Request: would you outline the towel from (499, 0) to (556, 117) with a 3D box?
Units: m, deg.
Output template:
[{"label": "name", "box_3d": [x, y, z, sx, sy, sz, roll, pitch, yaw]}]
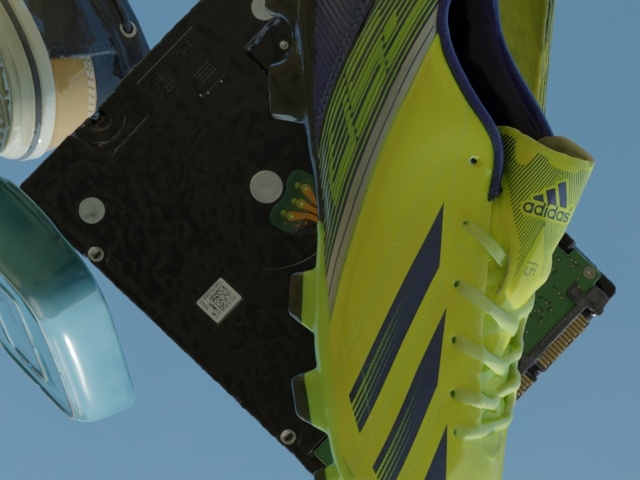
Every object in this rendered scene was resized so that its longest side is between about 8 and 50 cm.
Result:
[{"label": "towel", "box_3d": [0.122, -0.187, 1.136, 0.102, 0.021, 0.237, 37, -40, 39]}]

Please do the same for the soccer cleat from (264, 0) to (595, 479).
[{"label": "soccer cleat", "box_3d": [0.052, 0.008, 0.678, 0.121, 0.093, 0.289, -5, -85, 15]}]

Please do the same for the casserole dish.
[{"label": "casserole dish", "box_3d": [-0.157, 0.038, 0.946, 0.037, 0.188, 0.114, -38, -118, -21]}]

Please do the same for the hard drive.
[{"label": "hard drive", "box_3d": [0.000, 0.000, 1.142, 0.339, 0.064, 0.237, 43, -91, -2]}]

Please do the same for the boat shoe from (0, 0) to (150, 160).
[{"label": "boat shoe", "box_3d": [-0.292, -0.283, 1.473, 0.500, 0.156, 0.186, 60, -34, 26]}]
